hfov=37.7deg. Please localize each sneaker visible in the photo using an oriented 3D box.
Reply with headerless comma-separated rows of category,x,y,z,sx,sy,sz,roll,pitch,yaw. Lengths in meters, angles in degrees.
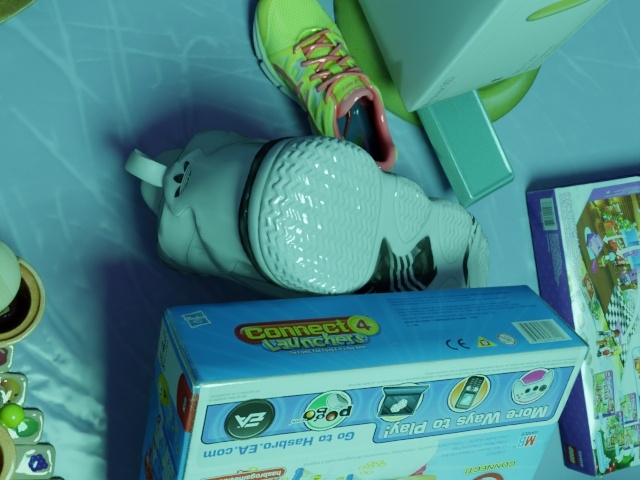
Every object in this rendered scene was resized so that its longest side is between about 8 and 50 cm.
sneaker,0.014,-0.142,0.844,0.081,0.094,0.209,-33,98,-17
sneaker,0.000,0.000,0.819,0.365,0.210,0.138,30,77,-52

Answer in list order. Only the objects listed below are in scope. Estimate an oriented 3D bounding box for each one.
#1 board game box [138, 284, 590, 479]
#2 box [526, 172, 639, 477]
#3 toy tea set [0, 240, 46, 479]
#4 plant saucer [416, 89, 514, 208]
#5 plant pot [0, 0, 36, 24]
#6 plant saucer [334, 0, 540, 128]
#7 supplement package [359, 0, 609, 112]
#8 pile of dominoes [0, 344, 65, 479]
board game box,0.016,0.188,0.722,0.308,0.086,0.302,-1,122,-26
box,0.333,0.078,0.978,0.200,0.057,0.294,-9,92,-20
toy tea set,-0.308,0.153,0.677,0.199,0.124,0.336,11,78,-16
plant saucer,0.124,-0.129,0.887,0.067,0.018,0.192,-29,98,-19
plant pot,-0.329,-0.297,0.668,0.237,0.237,0.254,-28,84,-19
plant saucer,0.131,-0.228,0.921,0.240,0.037,0.241,1,88,-21
supplement package,0.130,-0.256,0.748,0.145,0.262,0.204,-20,82,-15
pile of dominoes,-0.306,0.201,0.744,0.195,0.040,0.251,-19,96,-20
